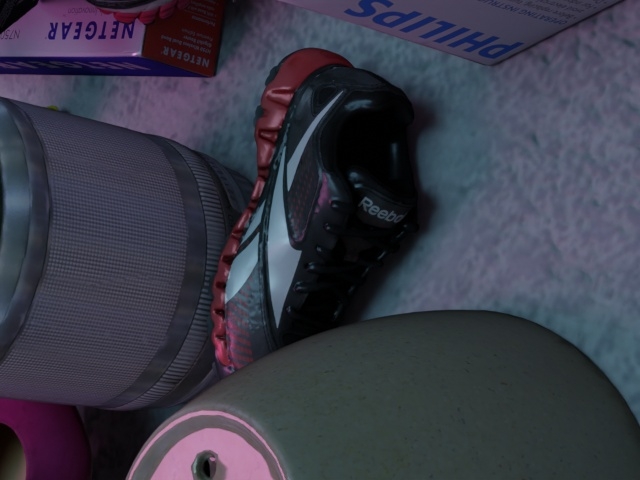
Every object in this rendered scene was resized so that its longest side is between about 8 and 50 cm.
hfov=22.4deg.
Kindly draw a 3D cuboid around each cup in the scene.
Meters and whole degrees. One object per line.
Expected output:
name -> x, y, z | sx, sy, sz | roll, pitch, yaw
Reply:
cup -> 0.013, 0.195, 1.006 | 0.331, 0.237, 0.331 | -11, 74, 43

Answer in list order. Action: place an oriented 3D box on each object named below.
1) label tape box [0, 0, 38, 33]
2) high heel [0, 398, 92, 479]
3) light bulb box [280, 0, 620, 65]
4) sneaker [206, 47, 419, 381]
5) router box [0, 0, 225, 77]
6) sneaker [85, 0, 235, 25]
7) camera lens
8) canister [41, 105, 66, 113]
label tape box -> -0.236, -0.307, 1.307 | 0.240, 0.106, 0.334 | -60, 6, 18
high heel -> -0.268, 0.213, 1.204 | 0.127, 0.181, 0.377 | -50, 40, 29
light bulb box -> 0.143, -0.350, 1.000 | 0.361, 0.225, 0.358 | -23, 67, 40
sneaker -> 0.000, 0.000, 1.158 | 0.135, 0.097, 0.276 | 13, 90, 48
router box -> -0.205, -0.301, 1.440 | 0.335, 0.082, 0.301 | 6, 85, 45
sneaker -> -0.064, -0.265, 1.220 | 0.299, 0.112, 0.121 | -34, 78, 9
camera lens -> -0.197, 0.014, 1.224 | 0.219, 0.274, 0.219 | -12, 73, 44
canister -> -0.317, -0.074, 1.440 | 0.126, 0.170, 0.073 | -52, 50, 25
